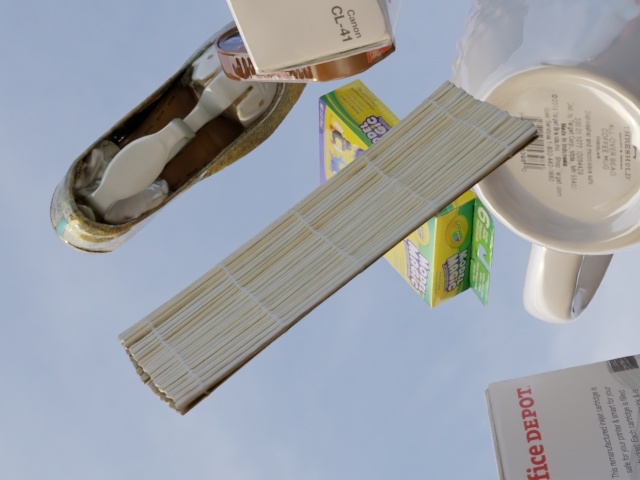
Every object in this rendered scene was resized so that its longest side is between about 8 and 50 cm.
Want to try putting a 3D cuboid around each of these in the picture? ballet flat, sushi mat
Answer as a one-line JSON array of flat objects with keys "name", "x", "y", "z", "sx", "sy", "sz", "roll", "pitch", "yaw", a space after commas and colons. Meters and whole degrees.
[{"name": "ballet flat", "x": -0.131, "y": -0.118, "z": 1.977, "sx": 0.348, "sy": 0.123, "sz": 0.123, "roll": -42, "pitch": -34, "yaw": -11}, {"name": "sushi mat", "x": 0.000, "y": 0.000, "z": 1.366, "sx": 0.316, "sy": 0.151, "sz": 0.019, "roll": -38, "pitch": -63, "yaw": -10}]

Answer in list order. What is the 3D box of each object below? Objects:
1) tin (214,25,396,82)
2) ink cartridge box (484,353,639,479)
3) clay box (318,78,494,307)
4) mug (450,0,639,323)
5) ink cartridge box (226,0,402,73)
[{"name": "tin", "x": -0.013, "y": -0.181, "z": 1.815, "sx": 0.106, "sy": 0.190, "sz": 0.040, "roll": -40, "pitch": -58, "yaw": -38}, {"name": "ink cartridge box", "x": 0.280, "y": 0.186, "z": 1.561, "sx": 0.273, "sy": 0.197, "sz": 0.114, "roll": -11, "pitch": -58, "yaw": 4}, {"name": "clay box", "x": 0.078, "y": -0.036, "z": 1.833, "sx": 0.053, "sy": 0.222, "sz": 0.127, "roll": -26, "pitch": -39, "yaw": -21}, {"name": "mug", "x": 0.242, "y": -0.100, "z": 1.652, "sx": 0.328, "sy": 0.276, "sz": 0.374, "roll": -53, "pitch": -24, "yaw": -53}, {"name": "ink cartridge box", "x": -0.012, "y": -0.316, "z": 1.683, "sx": 0.306, "sy": 0.131, "sz": 0.226, "roll": -73, "pitch": -35, "yaw": -57}]
